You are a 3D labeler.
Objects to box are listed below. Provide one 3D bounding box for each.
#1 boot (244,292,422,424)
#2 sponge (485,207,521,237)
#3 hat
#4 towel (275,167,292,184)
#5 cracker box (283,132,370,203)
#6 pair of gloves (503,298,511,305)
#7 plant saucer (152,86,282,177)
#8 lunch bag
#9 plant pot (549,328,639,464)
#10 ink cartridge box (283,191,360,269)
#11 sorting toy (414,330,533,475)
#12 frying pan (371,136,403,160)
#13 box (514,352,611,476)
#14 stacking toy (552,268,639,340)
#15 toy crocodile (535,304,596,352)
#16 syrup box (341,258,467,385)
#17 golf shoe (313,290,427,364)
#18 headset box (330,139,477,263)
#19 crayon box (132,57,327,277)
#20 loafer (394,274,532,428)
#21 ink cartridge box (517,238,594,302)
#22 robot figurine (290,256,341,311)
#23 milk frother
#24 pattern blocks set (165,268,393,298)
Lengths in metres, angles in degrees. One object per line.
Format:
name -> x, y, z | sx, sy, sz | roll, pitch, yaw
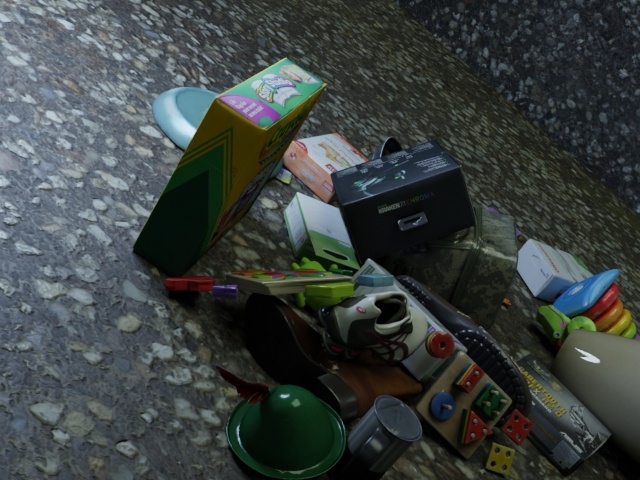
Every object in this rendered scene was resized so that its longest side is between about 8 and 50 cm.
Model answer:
boot -> 0.028, 0.177, 1.490 | 0.264, 0.096, 0.280 | 43, 24, 23
sponge -> 0.470, -0.032, 2.427 | 0.117, 0.031, 0.210 | 44, 27, 17
hat -> -0.037, 0.207, 1.213 | 0.173, 0.184, 0.208 | 16, 31, 8
towel -> -0.102, -0.157, 1.983 | 0.083, 0.009, 0.060 | 31, 26, -8
cracker box -> 0.028, -0.176, 2.103 | 0.155, 0.067, 0.232 | 42, 27, 14
pair of gloves -> 0.419, 0.125, 2.129 | 0.074, 0.010, 0.083 | 25, 25, -18
plant saucer -> -0.216, -0.249, 1.951 | 0.317, 0.044, 0.318 | 25, 27, -14
lunch bag -> 0.276, 0.033, 1.910 | 0.256, 0.213, 0.305 | 18, 25, 4
plant pot -> 0.630, 0.306, 1.857 | 0.274, 0.257, 0.256 | 28, 21, 25
ink cartridge box -> 0.000, 0.000, 1.782 | 0.109, 0.062, 0.209 | 21, 30, -28
sorting toy -> 0.258, 0.288, 1.510 | 0.274, 0.132, 0.046 | 45, -15, -11
frying pan -> 0.154, -0.094, 2.111 | 0.197, 0.053, 0.326 | 52, 44, -53
box -> 0.451, 0.340, 1.758 | 0.231, 0.056, 0.183 | 47, 29, 22
stacking toy -> 0.720, 0.236, 2.166 | 0.175, 0.166, 0.302 | -40, 90, -31
toy crocodile -> 0.626, 0.278, 2.028 | 0.340, 0.105, 0.115 | 43, -14, 17
syrup box -> 0.150, 0.151, 1.629 | 0.237, 0.093, 0.096 | 46, 7, 29
golf shoe -> 0.114, 0.137, 1.439 | 0.272, 0.120, 0.105 | 4, 61, -52
headset box -> 0.163, -0.085, 1.810 | 0.283, 0.246, 0.131 | -107, 179, -72
crayon box -> -0.149, -0.138, 1.552 | 0.106, 0.313, 0.363 | 35, 26, 0
loafer -> 0.272, 0.200, 1.690 | 0.366, 0.134, 0.130 | 49, 19, 26
ink cartridge box -> 0.627, 0.095, 2.335 | 0.208, 0.087, 0.153 | 19, 31, -31
robot figurine -> -0.008, 0.085, 1.626 | 0.101, 0.067, 0.115 | -27, 61, -30
milk frother -> 0.098, 0.326, 1.276 | 0.143, 0.135, 0.129 | 32, 27, -6
pattern blocks set -> -0.055, 0.065, 1.449 | 0.285, 0.026, 0.324 | 4, 5, 44
